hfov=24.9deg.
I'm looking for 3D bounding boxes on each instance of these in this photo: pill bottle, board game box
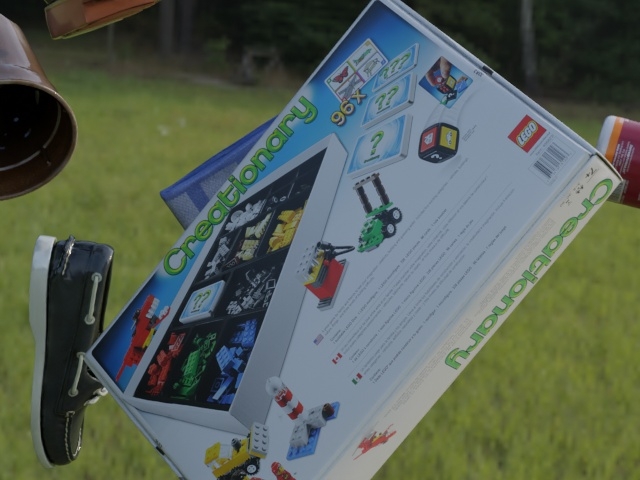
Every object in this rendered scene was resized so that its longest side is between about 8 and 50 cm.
[{"bbox_3d":[0.349,-0.067,1.449,0.152,0.086,0.086,16,8,10],"label":"pill bottle"},{"bbox_3d":[0.010,0.020,0.875,0.193,0.305,0.053,44,8,34],"label":"board game box"}]

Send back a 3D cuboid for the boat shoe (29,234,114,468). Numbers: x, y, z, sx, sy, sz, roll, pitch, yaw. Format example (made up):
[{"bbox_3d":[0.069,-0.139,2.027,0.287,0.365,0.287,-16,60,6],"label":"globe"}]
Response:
[{"bbox_3d":[-0.277,0.136,1.643,0.091,0.302,0.114,4,33,0],"label":"boat shoe"}]

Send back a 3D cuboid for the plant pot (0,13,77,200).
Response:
[{"bbox_3d":[-0.369,-0.159,1.601,0.167,0.167,0.165,1,43,-29],"label":"plant pot"}]

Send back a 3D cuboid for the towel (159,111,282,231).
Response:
[{"bbox_3d":[0.000,0.000,1.424,0.209,0.285,0.034,-34,31,1],"label":"towel"}]

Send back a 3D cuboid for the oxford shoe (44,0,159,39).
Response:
[{"bbox_3d":[-0.177,-0.314,1.409,0.140,0.146,0.397,-27,7,-42],"label":"oxford shoe"}]
